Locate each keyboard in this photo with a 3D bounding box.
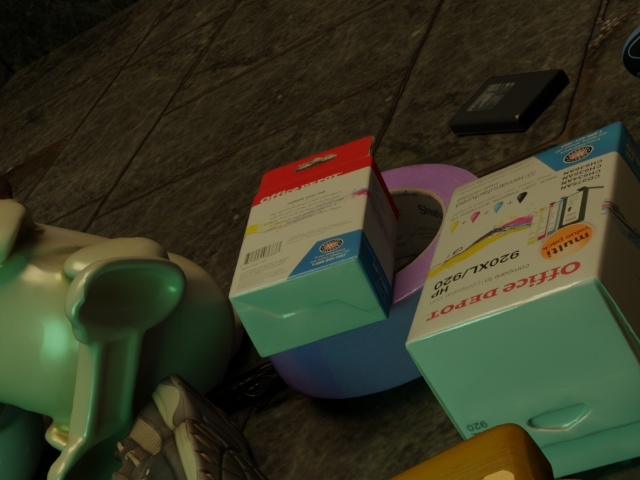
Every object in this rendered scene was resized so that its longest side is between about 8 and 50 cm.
[{"bbox_3d":[-0.049,0.150,1.638,0.192,0.038,0.100,-28,2,25],"label":"keyboard"}]

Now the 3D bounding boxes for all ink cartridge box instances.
[{"bbox_3d":[0.198,0.053,1.233,0.171,0.168,0.233,-22,25,28],"label":"ink cartridge box"},{"bbox_3d":[0.000,0.000,1.474,0.134,0.078,0.231,-18,29,18],"label":"ink cartridge box"}]

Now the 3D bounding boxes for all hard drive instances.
[{"bbox_3d":[0.226,-0.167,1.839,0.094,0.022,0.135,-47,23,-22],"label":"hard drive"}]

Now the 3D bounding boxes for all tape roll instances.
[{"bbox_3d":[0.057,0.037,1.543,0.275,0.090,0.275,-21,27,12],"label":"tape roll"}]

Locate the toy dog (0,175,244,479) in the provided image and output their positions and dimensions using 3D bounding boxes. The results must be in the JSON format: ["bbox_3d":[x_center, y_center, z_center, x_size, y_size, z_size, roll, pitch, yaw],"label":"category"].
[{"bbox_3d":[-0.322,0.059,1.728,0.408,0.284,0.395,20,30,30],"label":"toy dog"}]

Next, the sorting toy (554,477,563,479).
[{"bbox_3d":[0.156,0.204,1.219,0.083,0.012,0.062,-25,25,28],"label":"sorting toy"}]

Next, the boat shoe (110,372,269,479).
[{"bbox_3d":[-0.128,0.244,1.462,0.130,0.132,0.355,-48,13,1],"label":"boat shoe"}]

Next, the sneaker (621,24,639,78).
[{"bbox_3d":[0.394,-0.194,1.552,0.232,0.081,0.090,-9,28,49],"label":"sneaker"}]

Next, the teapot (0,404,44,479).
[{"bbox_3d":[-0.444,0.272,1.802,0.252,0.187,0.256,14,26,24],"label":"teapot"}]

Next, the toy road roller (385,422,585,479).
[{"bbox_3d":[0.116,0.261,0.857,0.202,0.240,0.329,-31,22,18],"label":"toy road roller"}]
